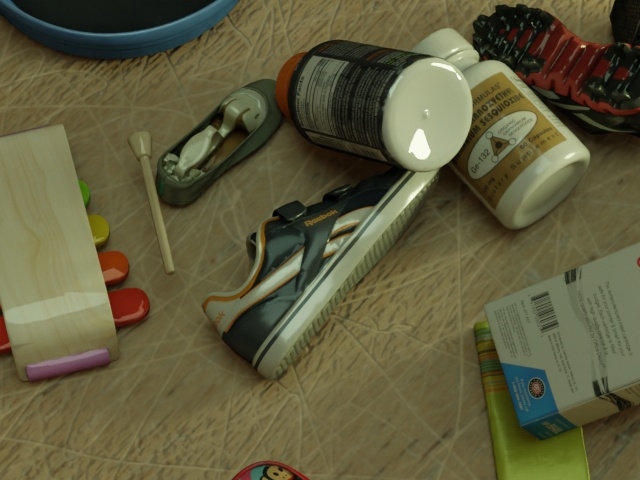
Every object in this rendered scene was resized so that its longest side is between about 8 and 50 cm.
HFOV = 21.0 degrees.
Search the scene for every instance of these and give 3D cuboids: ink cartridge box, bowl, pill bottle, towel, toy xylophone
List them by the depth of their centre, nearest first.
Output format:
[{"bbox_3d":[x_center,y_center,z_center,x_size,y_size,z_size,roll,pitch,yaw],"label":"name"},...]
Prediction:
[{"bbox_3d":[0.297,0.107,1.853,0.203,0.086,0.148,-22,63,16],"label":"ink cartridge box"},{"bbox_3d":[0.235,0.194,1.911,0.102,0.021,0.237,-6,64,0],"label":"towel"},{"bbox_3d":[-0.288,-0.005,1.951,0.236,0.081,0.322,-6,63,-6],"label":"toy xylophone"},{"bbox_3d":[0.050,-0.160,1.970,0.130,0.130,0.246,-41,32,-20],"label":"pill bottle"},{"bbox_3d":[0.193,-0.135,2.013,0.131,0.131,0.229,-34,69,-18],"label":"pill bottle"},{"bbox_3d":[-0.255,-0.397,2.158,0.391,0.077,0.391,1,63,-2],"label":"bowl"}]

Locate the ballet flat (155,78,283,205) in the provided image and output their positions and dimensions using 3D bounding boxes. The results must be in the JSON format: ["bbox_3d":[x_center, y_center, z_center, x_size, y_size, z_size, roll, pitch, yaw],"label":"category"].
[{"bbox_3d":[-0.112,-0.125,2.029,0.072,0.068,0.213,37,67,15],"label":"ballet flat"}]

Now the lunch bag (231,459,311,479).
[{"bbox_3d":[-0.049,0.399,1.743,0.258,0.120,0.293,36,68,11],"label":"lunch bag"}]

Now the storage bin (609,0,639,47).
[{"bbox_3d":[0.426,-0.281,2.071,0.122,0.180,0.084,-5,64,-5],"label":"storage bin"}]

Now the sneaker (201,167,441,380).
[{"bbox_3d":[0.000,0.000,1.938,0.127,0.126,0.321,38,68,12],"label":"sneaker"}]

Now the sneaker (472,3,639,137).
[{"bbox_3d":[0.300,-0.196,2.072,0.276,0.135,0.097,27,76,36],"label":"sneaker"}]
